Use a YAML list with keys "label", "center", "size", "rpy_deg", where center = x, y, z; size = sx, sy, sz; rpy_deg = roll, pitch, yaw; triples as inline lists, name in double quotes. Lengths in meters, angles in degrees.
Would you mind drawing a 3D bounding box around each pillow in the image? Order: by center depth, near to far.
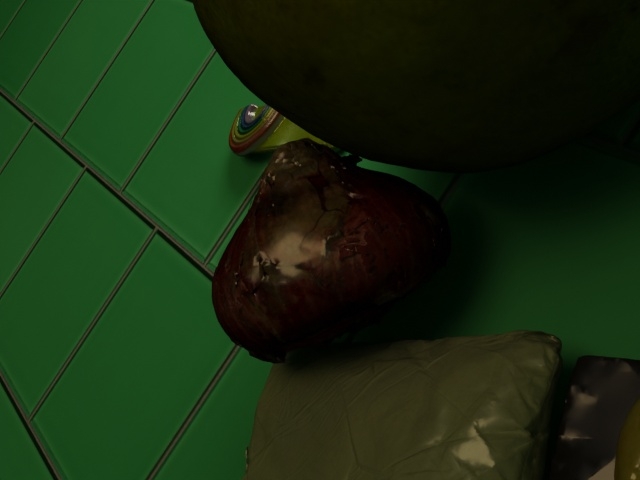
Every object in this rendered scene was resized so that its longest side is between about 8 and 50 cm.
- label: "pillow"
  center: [0.015, 0.188, 0.697]
  size: [0.274, 0.076, 0.281]
  rpy_deg: [-7, 57, 48]

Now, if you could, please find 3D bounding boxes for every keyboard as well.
- label: "keyboard"
  center: [0.159, 0.158, 0.600]
  size: [0.074, 0.015, 0.197]
  rpy_deg: [2, 64, 34]

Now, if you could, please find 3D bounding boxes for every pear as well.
- label: "pear"
  center: [0.092, -0.207, 0.701]
  size: [0.413, 0.352, 0.352]
  rpy_deg: [-12, 54, 59]

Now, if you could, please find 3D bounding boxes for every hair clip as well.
- label: "hair clip"
  center: [-0.039, -0.104, 1.028]
  size: [0.188, 0.033, 0.060]
  rpy_deg: [9, 71, 53]

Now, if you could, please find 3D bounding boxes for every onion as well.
- label: "onion"
  center: [0.000, 0.000, 0.775]
  size: [0.184, 0.184, 0.147]
  rpy_deg: [-20, 91, 40]

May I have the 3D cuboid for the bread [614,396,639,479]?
- label: "bread"
  center: [0.207, 0.112, 0.525]
  size: [0.125, 0.086, 0.156]
  rpy_deg: [-22, 46, 46]
